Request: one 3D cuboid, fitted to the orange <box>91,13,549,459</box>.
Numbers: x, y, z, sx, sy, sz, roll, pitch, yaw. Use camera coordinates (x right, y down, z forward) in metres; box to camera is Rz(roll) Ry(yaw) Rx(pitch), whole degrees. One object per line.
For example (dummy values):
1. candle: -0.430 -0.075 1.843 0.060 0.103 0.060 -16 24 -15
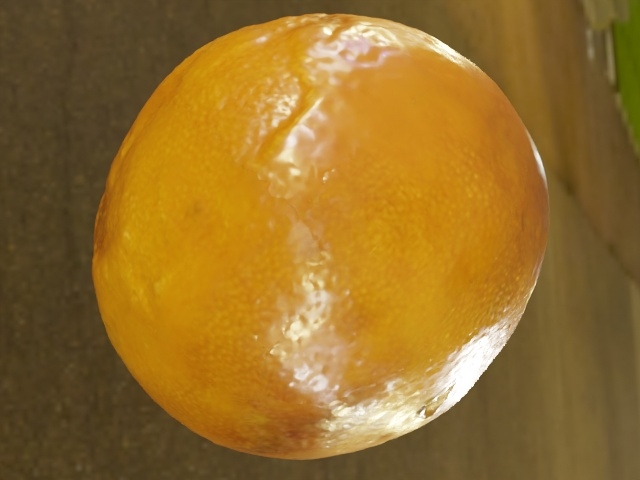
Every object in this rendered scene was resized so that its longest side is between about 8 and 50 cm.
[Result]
1. orange: 0.000 0.000 0.843 0.261 0.261 0.261 -4 90 -75
